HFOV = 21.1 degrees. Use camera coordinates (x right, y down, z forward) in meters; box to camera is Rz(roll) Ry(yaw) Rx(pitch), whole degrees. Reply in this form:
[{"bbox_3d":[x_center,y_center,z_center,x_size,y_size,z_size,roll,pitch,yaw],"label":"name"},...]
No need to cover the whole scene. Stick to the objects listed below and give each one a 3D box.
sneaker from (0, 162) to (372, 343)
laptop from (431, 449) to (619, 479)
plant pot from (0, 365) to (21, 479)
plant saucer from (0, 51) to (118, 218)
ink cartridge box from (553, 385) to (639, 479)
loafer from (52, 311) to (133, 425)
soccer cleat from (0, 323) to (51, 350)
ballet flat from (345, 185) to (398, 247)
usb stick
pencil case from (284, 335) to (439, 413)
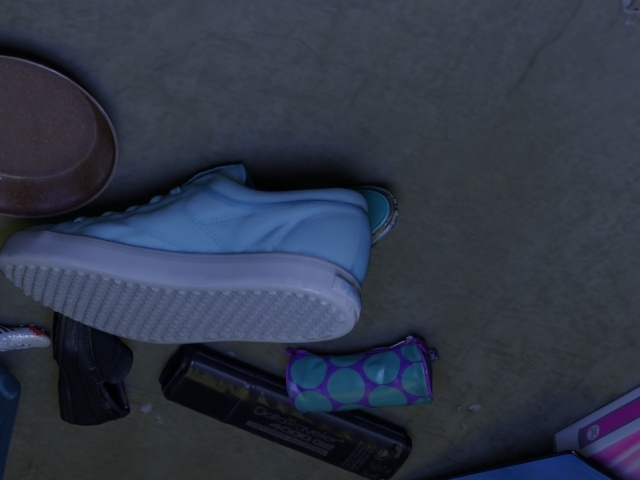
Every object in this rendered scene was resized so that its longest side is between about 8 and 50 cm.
[{"bbox_3d":[-0.118,0.004,1.572,0.365,0.150,0.135,5,147,21],"label":"sneaker"},{"bbox_3d":[0.231,0.440,1.902,0.382,0.236,0.408,35,90,-27],"label":"laptop"},{"bbox_3d":[-0.446,0.209,1.740,0.252,0.248,0.247,-28,127,27],"label":"plant pot"},{"bbox_3d":[-0.277,-0.101,1.542,0.198,0.036,0.199,3,137,3],"label":"plant saucer"},{"bbox_3d":[0.431,0.181,1.746,0.175,0.069,0.371,34,127,-26],"label":"ink cartridge box"},{"bbox_3d":[-0.229,0.112,1.737,0.078,0.076,0.223,1,141,-2],"label":"loafer"},{"bbox_3d":[-0.318,0.101,1.758,0.083,0.036,0.029,14,138,-7],"label":"soccer cleat"},{"bbox_3d":[0.000,0.000,1.610,0.188,0.070,0.070,-19,131,26],"label":"ballet flat"},{"bbox_3d":[-0.035,0.182,1.808,0.278,0.045,0.077,24,125,-18],"label":"usb stick"},{"bbox_3d":[0.041,0.136,1.736,0.151,0.064,0.070,-8,96,15],"label":"pencil case"}]
